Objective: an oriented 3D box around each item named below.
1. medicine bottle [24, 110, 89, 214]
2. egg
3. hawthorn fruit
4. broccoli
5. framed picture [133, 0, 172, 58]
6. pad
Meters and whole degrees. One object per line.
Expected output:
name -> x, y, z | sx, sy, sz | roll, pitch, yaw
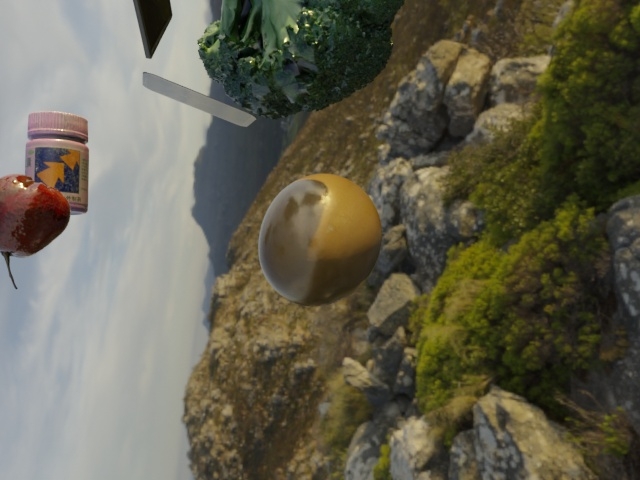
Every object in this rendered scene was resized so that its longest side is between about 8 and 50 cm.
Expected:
medicine bottle -> -0.791, -0.227, 1.762 | 0.178, 0.178, 0.291 | 169, 101, -79
egg -> 0.000, 0.000, 1.448 | 0.374, 0.300, 0.301 | -75, 1, -48
hawthorn fruit -> -0.587, -0.024, 1.127 | 0.204, 0.162, 0.162 | -64, 8, -8
broccoli -> -0.030, -0.270, 0.636 | 0.270, 0.269, 0.270 | 52, -161, -34
framed picture -> -0.402, -0.593, 1.389 | 0.260, 0.023, 0.189 | 95, -177, -56
pad -> -0.283, -0.323, 1.361 | 0.176, 0.266, 0.002 | -172, 101, -72
